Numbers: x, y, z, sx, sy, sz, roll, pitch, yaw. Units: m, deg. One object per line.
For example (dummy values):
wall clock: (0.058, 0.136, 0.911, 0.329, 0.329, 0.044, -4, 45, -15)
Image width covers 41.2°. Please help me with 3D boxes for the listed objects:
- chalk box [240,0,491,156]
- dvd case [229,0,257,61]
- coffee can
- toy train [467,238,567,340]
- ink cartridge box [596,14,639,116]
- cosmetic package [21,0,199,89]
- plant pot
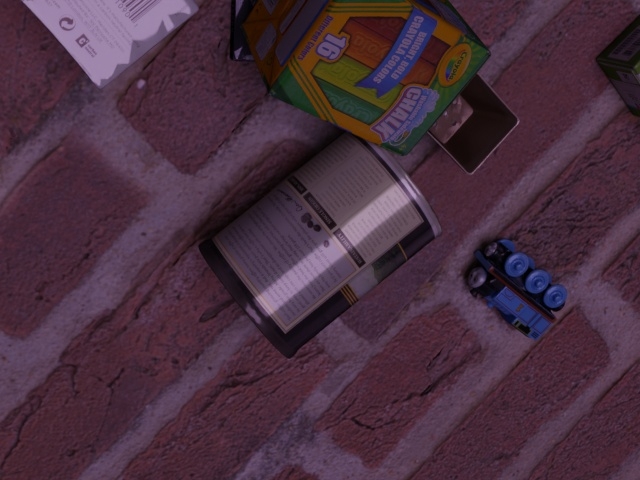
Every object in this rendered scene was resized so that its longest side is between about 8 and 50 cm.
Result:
chalk box: (0.077, -0.243, 1.081, 0.288, 0.179, 0.180, 19, 122, -33)
dvd case: (-0.002, -0.332, 1.163, 0.238, 0.029, 0.179, -2, 108, -18)
coffee can: (0.000, 0.000, 1.181, 0.275, 0.201, 0.201, -39, 115, -2)
toy train: (0.317, 0.078, 1.380, 0.184, 0.080, 0.105, 36, 100, -25)
ink cartridge box: (0.588, -0.251, 1.345, 0.189, 0.097, 0.255, -44, 117, 0)
cosmetic package: (-0.261, -0.293, 1.007, 0.151, 0.183, 0.151, -40, 115, -3)
plant pot: (0.202, -0.178, 1.244, 0.109, 0.096, 0.109, 41, 92, -24)
